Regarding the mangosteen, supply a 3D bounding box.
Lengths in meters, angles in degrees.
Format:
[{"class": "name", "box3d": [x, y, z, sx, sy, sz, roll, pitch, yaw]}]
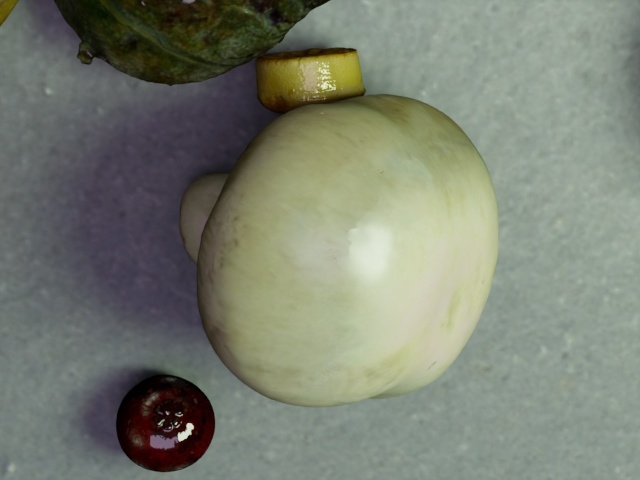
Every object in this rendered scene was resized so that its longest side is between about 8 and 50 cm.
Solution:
[{"class": "mangosteen", "box3d": [-0.125, 0.148, 1.037, 0.081, 0.081, 0.080, -1, 106, -4]}]

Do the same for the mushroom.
[{"class": "mushroom", "box3d": [0.000, 0.000, 0.945, 0.254, 0.234, 0.260, -49, 145, -27]}]

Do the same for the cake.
[{"class": "cake", "box3d": [-0.009, -0.120, 0.963, 0.084, 0.084, 0.044, -7, 105, -3]}]

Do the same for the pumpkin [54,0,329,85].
[{"class": "pumpkin", "box3d": [-0.063, -0.187, 0.902, 0.279, 0.111, 0.163, 11, 88, -7]}]

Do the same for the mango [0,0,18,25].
[{"class": "mango", "box3d": [-0.264, -0.265, 0.835, 0.176, 0.176, 0.329, 15, 123, -4]}]
